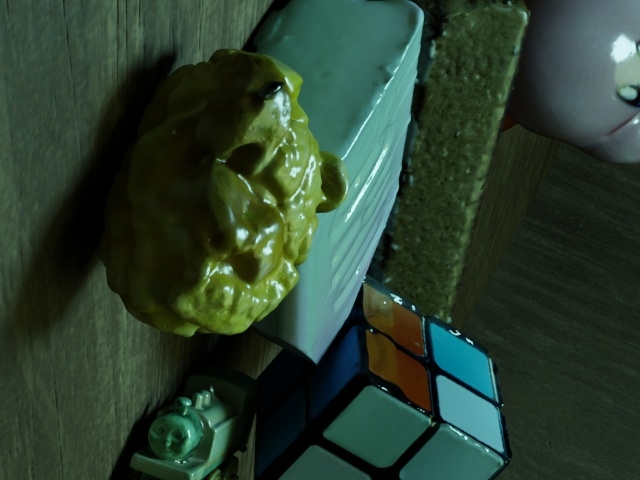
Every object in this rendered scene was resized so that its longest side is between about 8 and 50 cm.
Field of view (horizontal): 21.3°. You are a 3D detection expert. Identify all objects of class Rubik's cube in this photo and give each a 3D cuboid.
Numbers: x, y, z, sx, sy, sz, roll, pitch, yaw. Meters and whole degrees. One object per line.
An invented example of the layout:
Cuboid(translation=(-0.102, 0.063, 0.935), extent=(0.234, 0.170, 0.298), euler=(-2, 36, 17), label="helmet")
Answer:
Cuboid(translation=(0.055, 0.167, 1.597), extent=(0.167, 0.180, 0.183), euler=(-48, -157, 26), label="Rubik's cube")

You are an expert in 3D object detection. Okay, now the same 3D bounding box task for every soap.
Cuboid(translation=(-0.015, -0.038, 1.411), extent=(0.208, 0.115, 0.347), euler=(-59, 168, -27), label="soap")

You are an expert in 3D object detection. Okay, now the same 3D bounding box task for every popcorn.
Cuboid(translation=(-0.069, -0.032, 1.138), extent=(0.163, 0.140, 0.194), euler=(10, 95, -70), label="popcorn")

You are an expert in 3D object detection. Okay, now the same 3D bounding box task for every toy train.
Cuboid(translation=(-0.116, 0.185, 1.530), extent=(0.194, 0.081, 0.125), euler=(-22, 128, -76), label="toy train")

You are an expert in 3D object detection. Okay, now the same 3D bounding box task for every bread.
Cuboid(translation=(0.096, -0.070, 1.668), extent=(0.165, 0.113, 0.416), euler=(-104, -158, -61), label="bread")

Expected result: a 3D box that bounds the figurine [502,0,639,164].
Cuboid(translation=(0.280, -0.227, 1.988), extent=(0.211, 0.261, 0.269), euler=(16, 101, -51), label="figurine")
